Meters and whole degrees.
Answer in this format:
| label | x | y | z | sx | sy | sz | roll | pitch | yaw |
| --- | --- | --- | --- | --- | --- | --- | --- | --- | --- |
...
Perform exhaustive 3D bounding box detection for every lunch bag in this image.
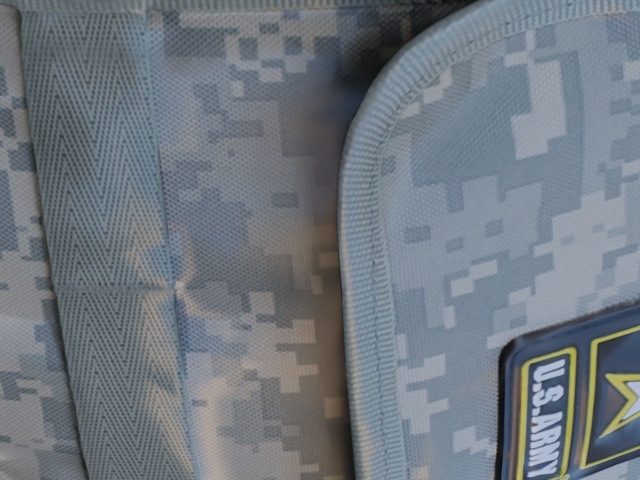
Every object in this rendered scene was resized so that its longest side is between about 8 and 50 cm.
| label | x | y | z | sx | sy | sz | roll | pitch | yaw |
| --- | --- | --- | --- | --- | --- | --- | --- | --- | --- |
| lunch bag | 0.000 | 0.000 | 0.476 | 0.169 | 0.287 | 0.235 | -74 | 164 | -51 |
